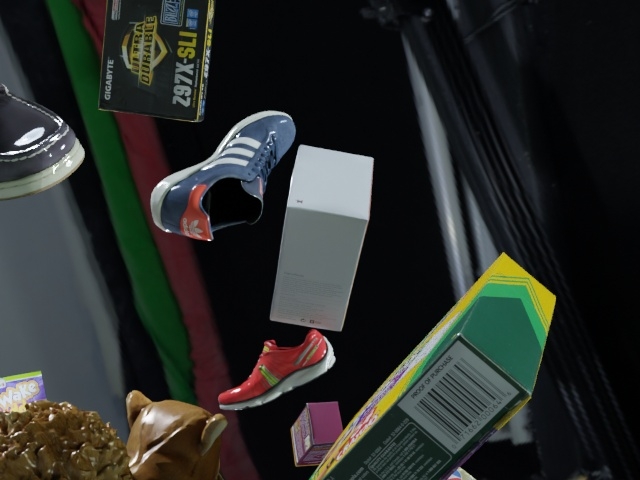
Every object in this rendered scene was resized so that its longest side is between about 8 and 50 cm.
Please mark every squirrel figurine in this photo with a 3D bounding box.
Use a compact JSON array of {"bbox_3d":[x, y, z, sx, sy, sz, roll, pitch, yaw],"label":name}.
[{"bbox_3d":[-0.279,0.368,1.074,0.281,0.370,0.397,8,-32,36],"label":"squirrel figurine"}]

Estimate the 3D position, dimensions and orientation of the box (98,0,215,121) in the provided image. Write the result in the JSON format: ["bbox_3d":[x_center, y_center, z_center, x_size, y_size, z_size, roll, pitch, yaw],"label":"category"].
[{"bbox_3d":[-0.405,-0.468,1.963,0.079,0.257,0.321,-68,166,-81],"label":"box"}]

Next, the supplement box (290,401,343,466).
[{"bbox_3d":[-0.010,0.481,1.963,0.188,0.081,0.104,116,-31,-55],"label":"supplement box"}]

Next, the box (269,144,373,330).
[{"bbox_3d":[0.000,0.000,1.740,0.215,0.168,0.345,-82,-178,-47],"label":"box"}]

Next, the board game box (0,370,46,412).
[{"bbox_3d":[-0.725,0.414,1.618,0.078,0.347,0.233,-23,-102,39],"label":"board game box"}]

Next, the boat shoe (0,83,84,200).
[{"bbox_3d":[-0.323,-0.110,0.659,0.285,0.103,0.092,19,-43,27],"label":"boat shoe"}]

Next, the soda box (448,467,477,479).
[{"bbox_3d":[0.223,0.447,1.563,0.181,0.061,0.058,39,-11,-12],"label":"soda box"}]

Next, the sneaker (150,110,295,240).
[{"bbox_3d":[-0.132,-0.110,1.423,0.148,0.350,0.131,23,-39,32],"label":"sneaker"}]

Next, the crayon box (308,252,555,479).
[{"bbox_3d":[0.128,0.212,1.004,0.106,0.313,0.363,41,-65,6],"label":"crayon box"}]

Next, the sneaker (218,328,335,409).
[{"bbox_3d":[-0.106,0.280,1.735,0.118,0.279,0.107,63,5,3],"label":"sneaker"}]
